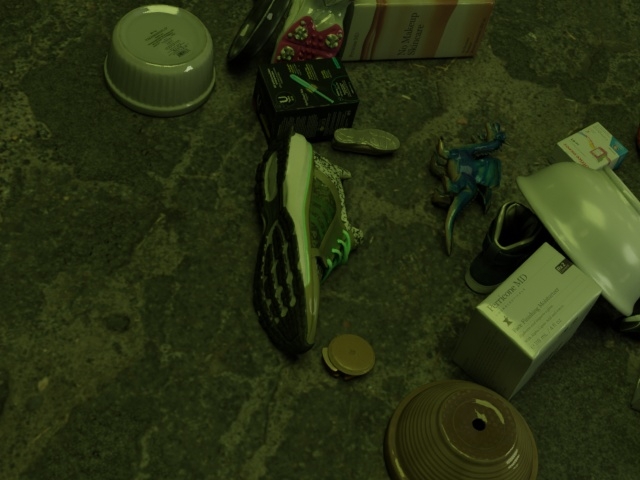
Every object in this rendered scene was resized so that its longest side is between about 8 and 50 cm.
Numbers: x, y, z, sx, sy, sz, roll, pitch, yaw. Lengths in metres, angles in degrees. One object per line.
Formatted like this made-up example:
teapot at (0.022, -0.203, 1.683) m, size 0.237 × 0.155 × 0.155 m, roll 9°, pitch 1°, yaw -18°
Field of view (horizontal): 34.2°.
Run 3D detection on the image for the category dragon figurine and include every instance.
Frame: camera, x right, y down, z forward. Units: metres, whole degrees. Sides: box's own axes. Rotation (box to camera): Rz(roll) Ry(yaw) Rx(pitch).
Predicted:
dragon figurine at (0.278, -0.107, 1.877) m, size 0.144 × 0.085 × 0.289 m, roll 6°, pitch 51°, yaw -8°

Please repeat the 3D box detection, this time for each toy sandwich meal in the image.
toy sandwich meal at (0.045, 0.185, 1.642) m, size 0.085 × 0.029 × 0.086 m, roll 9°, pitch 49°, yaw -11°

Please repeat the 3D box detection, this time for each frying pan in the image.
frying pan at (-0.127, -0.432, 2.025) m, size 0.053 × 0.326 × 0.197 m, roll 32°, pitch 95°, yaw -17°

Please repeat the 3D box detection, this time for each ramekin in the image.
ramekin at (-0.291, -0.338, 1.906) m, size 0.207 × 0.109 × 0.207 m, roll 7°, pitch 52°, yaw -8°

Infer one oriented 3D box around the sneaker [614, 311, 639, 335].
sneaker at (0.591, 0.161, 1.760) m, size 0.178 × 0.072 × 0.077 m, roll 2°, pitch 86°, yaw 7°

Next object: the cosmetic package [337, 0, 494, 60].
cosmetic package at (0.176, -0.457, 2.076) m, size 0.296 × 0.153 × 0.129 m, roll -6°, pitch 54°, yaw -15°

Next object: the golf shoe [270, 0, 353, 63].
golf shoe at (-0.011, -0.430, 1.970) m, size 0.115 × 0.306 × 0.140 m, roll 23°, pitch 15°, yaw -26°

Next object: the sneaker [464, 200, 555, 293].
sneaker at (0.353, -0.016, 1.779) m, size 0.086 × 0.163 × 0.226 m, roll 41°, pitch 54°, yaw 20°

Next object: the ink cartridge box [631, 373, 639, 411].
ink cartridge box at (0.589, 0.253, 1.696) m, size 0.135 × 0.056 × 0.099 m, roll 26°, pitch 53°, yaw 6°

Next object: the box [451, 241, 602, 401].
box at (0.321, 0.133, 1.637) m, size 0.119 × 0.182 × 0.181 m, roll 42°, pitch 63°, yaw 18°

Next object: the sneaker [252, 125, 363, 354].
sneaker at (0.000, 0.000, 1.711) m, size 0.182 × 0.158 × 0.410 m, roll 15°, pitch 55°, yaw -24°

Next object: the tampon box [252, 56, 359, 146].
tampon box at (-0.030, -0.254, 1.906) m, size 0.161 × 0.101 × 0.120 m, roll -9°, pitch 56°, yaw -18°

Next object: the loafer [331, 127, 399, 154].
loafer at (0.082, -0.180, 1.919) m, size 0.125 × 0.039 × 0.045 m, roll 7°, pitch 60°, yaw -12°

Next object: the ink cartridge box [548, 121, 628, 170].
ink cartridge box at (0.513, -0.163, 1.994) m, size 0.122 × 0.052 × 0.088 m, roll -28°, pitch 64°, yaw -28°

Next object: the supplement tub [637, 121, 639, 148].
supplement tub at (0.728, -0.204, 2.033) m, size 0.190 × 0.117 × 0.117 m, roll 8°, pitch 52°, yaw -6°

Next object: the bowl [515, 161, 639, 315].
bowl at (0.468, -0.029, 1.727) m, size 0.298 × 0.134 × 0.298 m, roll 45°, pitch 17°, yaw -18°

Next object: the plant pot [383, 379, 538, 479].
plant pot at (0.220, 0.298, 1.546) m, size 0.237 × 0.110 × 0.237 m, roll 6°, pitch 54°, yaw -8°
